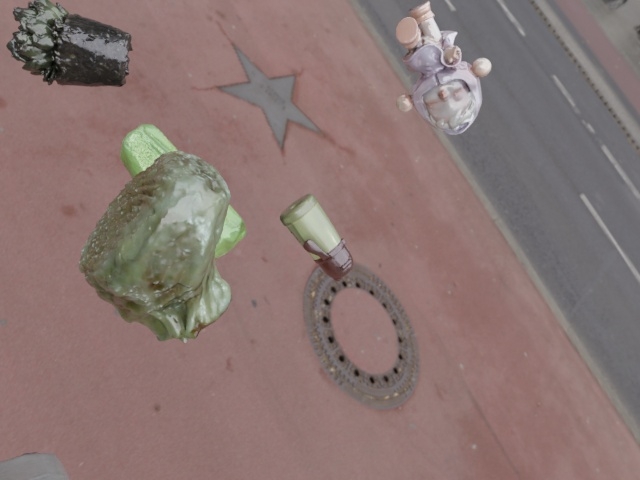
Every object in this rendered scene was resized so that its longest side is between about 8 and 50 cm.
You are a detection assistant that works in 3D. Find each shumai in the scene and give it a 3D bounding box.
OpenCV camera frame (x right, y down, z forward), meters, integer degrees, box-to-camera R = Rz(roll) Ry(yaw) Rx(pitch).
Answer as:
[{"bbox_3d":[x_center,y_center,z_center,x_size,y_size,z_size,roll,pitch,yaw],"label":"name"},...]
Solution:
[{"bbox_3d":[-0.185,0.009,0.746,0.221,0.260,0.225,33,42,-26],"label":"shumai"}]

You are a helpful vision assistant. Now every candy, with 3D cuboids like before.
[{"bbox_3d":[-0.313,-0.113,1.240,0.344,0.132,0.142,49,38,0],"label":"candy"}]

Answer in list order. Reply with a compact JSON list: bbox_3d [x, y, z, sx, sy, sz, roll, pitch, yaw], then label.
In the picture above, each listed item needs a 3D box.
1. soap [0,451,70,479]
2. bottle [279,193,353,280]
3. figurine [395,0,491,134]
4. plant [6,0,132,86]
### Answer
[{"bbox_3d":[-0.381,0.411,0.496,0.350,0.435,0.213,-8,97,-30],"label":"soap"},{"bbox_3d":[-0.001,0.001,0.598,0.101,0.047,0.063,54,42,-13],"label":"bottle"},{"bbox_3d":[0.239,-0.338,1.086,0.276,0.200,0.133,56,27,-30],"label":"figurine"},{"bbox_3d":[-0.310,-0.237,0.663,0.143,0.094,0.092,11,44,-20],"label":"plant"}]
